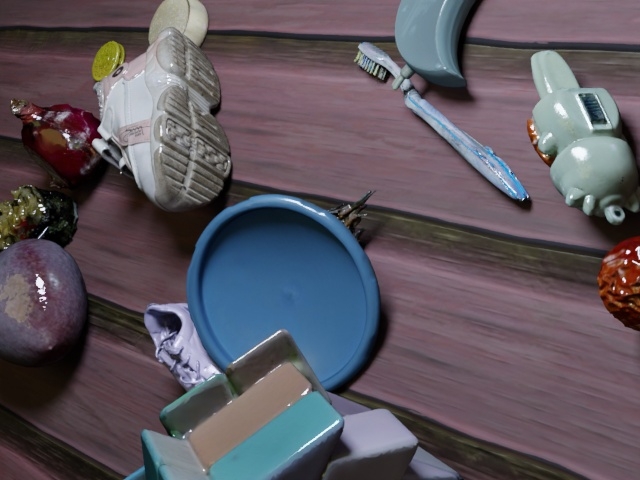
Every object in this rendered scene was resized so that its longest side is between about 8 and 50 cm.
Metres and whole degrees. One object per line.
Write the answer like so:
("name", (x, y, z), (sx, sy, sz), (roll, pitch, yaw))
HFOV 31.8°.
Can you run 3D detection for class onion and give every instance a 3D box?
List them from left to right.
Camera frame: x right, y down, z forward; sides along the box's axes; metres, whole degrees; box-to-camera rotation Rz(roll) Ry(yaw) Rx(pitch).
("onion", (-0.472, -0.198, 2.045), (0.135, 0.198, 0.173), (-47, 34, -22))

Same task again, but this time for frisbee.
("frisbee", (-0.048, 0.076, 1.531), (0.289, 0.049, 0.289), (5, 104, 23))

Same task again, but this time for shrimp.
("shrimp", (0.000, 0.000, 1.558), (0.090, 0.079, 0.233), (46, 119, 3))

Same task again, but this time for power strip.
("power strip", (0.177, -0.308, 1.519), (0.167, 0.054, 0.253), (29, 90, 51))

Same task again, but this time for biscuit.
("biscuit", (-0.405, -0.340, 2.149), (0.084, 0.023, 0.084), (-21, 59, 40))

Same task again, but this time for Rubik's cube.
("Rubik's cube", (-0.048, 0.313, 1.297), (0.387, 0.368, 0.358), (-65, 26, 4))

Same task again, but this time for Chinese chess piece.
("Chinese chess piece", (-0.251, -0.376, 1.991), (0.122, 0.051, 0.122), (-18, 64, 41))

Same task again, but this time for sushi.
("sushi", (-0.557, -0.027, 2.107), (0.212, 0.115, 0.147), (-37, 52, 30))

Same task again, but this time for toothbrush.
("toothbrush", (0.154, -0.166, 1.512), (0.413, 0.035, 0.042), (50, 131, 44))

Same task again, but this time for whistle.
("whistle", (0.297, -0.120, 1.299), (0.106, 0.101, 0.253), (-38, 53, 32))

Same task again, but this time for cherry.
("cherry", (-0.503, 0.108, 1.946), (0.213, 0.183, 0.266), (-54, 42, 20))

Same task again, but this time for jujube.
("jujube", (0.375, 0.044, 1.146), (0.176, 0.112, 0.109), (-1, 103, 38))

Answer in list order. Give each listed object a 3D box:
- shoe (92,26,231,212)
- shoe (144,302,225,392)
("shoe", (-0.267, -0.169, 1.828), (0.198, 0.172, 0.351), (-26, 44, 24))
("shoe", (-0.170, 0.183, 1.619), (0.095, 0.137, 0.245), (-50, 46, 25))
